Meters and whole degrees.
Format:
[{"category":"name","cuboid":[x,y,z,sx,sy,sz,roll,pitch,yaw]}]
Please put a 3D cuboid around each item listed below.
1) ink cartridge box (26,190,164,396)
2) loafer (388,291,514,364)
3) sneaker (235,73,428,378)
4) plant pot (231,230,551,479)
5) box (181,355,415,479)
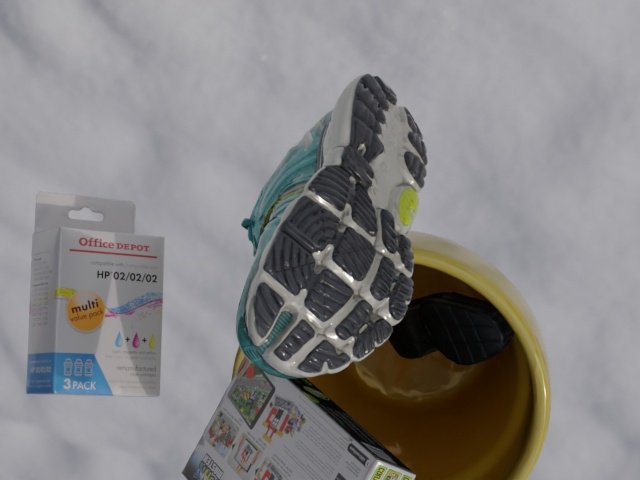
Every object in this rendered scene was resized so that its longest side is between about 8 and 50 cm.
[{"category":"ink cartridge box","cuboid":[-0.198,0.047,1.229,0.104,0.181,0.061,5,171,-34]},{"category":"loafer","cuboid":[0.116,0.065,1.171,0.170,0.061,0.062,1,115,63]},{"category":"sneaker","cuboid":[0.000,0.000,0.927,0.110,0.275,0.107,-31,112,32]},{"category":"plant pot","cuboid":[0.070,0.102,1.197,0.254,0.239,0.254,2,103,9]},{"category":"box","cuboid":[-0.022,0.163,0.971,0.036,0.114,0.207,26,-176,-31]}]
